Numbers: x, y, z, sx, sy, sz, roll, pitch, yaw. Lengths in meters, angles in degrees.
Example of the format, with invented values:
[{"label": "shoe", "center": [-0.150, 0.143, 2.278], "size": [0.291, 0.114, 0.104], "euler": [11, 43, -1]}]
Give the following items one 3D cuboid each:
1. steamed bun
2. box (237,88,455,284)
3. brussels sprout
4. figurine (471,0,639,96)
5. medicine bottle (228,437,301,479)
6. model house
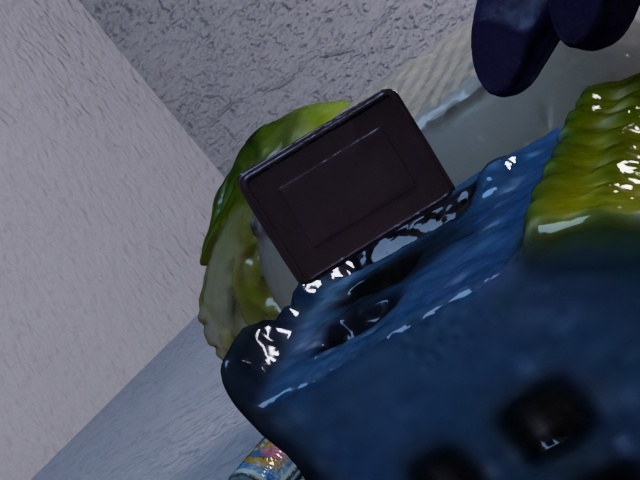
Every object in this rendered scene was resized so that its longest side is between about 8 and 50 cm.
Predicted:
[{"label": "steamed bun", "center": [0.141, -0.030, 1.060], "size": [0.374, 0.241, 0.374], "euler": [-34, 6, 4]}, {"label": "box", "center": [0.011, -0.025, 0.682], "size": [0.085, 0.060, 0.063], "euler": [-32, 0, -1]}, {"label": "brussels sprout", "center": [0.000, 0.000, 1.594], "size": [0.344, 0.268, 0.344], "euler": [-45, 9, 9]}, {"label": "figurine", "center": [0.279, -0.142, 0.861], "size": [0.154, 0.421, 0.193], "euler": [-16, 62, 56]}, {"label": "medicine bottle", "center": [-0.019, 0.184, 1.373], "size": [0.051, 0.051, 0.191], "euler": [-34, 7, 42]}, {"label": "model house", "center": [0.152, 0.042, 0.671], "size": [0.303, 0.215, 0.237], "euler": [-31, 9, 26]}]
